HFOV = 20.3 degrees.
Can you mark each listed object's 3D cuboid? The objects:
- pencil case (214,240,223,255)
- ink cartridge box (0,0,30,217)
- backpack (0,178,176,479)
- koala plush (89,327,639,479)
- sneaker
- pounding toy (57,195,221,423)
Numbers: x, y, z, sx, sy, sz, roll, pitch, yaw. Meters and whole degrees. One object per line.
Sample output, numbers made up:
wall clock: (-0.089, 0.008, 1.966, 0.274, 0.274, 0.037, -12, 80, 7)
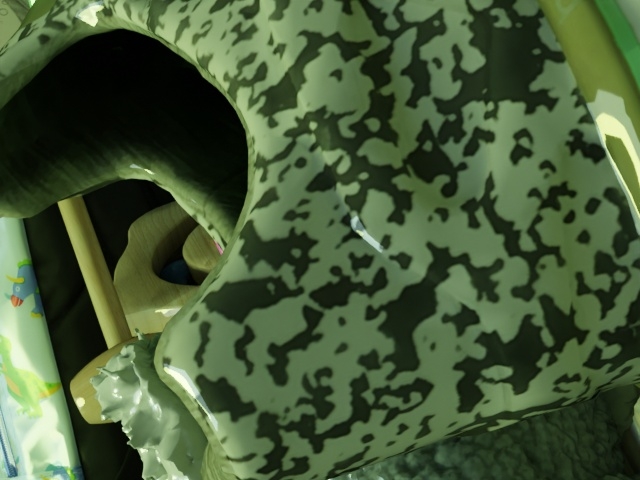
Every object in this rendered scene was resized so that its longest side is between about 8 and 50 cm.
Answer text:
pencil case: (0.000, 0.000, 0.786, 0.104, 0.104, 0.236, 163, 85, -81)
ink cartridge box: (-0.188, -0.129, 0.980, 0.117, 0.283, 0.207, 113, 133, -72)
backpack: (-0.154, 0.031, 1.222, 0.273, 0.290, 0.356, 6, 113, 41)
koala plush: (0.053, 0.094, 0.499, 0.221, 0.196, 0.203, 64, 159, 22)
sneaker: (-0.026, -0.083, 0.471, 0.410, 0.182, 0.158, -124, 14, -51)
pounding toy: (-0.049, 0.007, 0.999, 0.269, 0.154, 0.155, -85, -24, -68)
